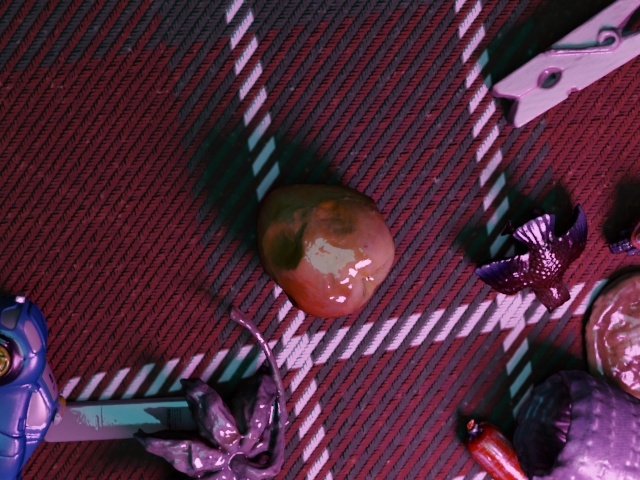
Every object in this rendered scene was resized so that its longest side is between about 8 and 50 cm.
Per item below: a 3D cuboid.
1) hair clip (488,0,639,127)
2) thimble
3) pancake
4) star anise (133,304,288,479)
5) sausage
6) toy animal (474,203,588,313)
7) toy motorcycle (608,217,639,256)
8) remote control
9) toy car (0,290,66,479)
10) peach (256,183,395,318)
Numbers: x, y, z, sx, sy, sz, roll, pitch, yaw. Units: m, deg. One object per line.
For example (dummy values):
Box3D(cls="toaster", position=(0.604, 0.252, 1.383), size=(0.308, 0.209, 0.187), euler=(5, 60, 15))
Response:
Box3D(cls="hair clip", position=(0.436, -0.306, 1.682), size=(0.330, 0.085, 0.101), euler=(-33, 98, 6))
Box3D(cls="thimble", position=(0.432, 0.335, 1.693), size=(0.172, 0.236, 0.205), euler=(25, 135, -10))
Box3D(cls="pancake", position=(0.561, 0.172, 1.779), size=(0.222, 0.042, 0.236), euler=(28, 95, -11))
Box3D(cls="star anise", position=(-0.159, 0.330, 1.663), size=(0.316, 0.139, 0.359), euler=(-39, 115, -24))
Box3D(cls="sausage", position=(0.344, 0.408, 1.774), size=(0.074, 0.074, 0.274), euler=(-45, 99, 1))
Box3D(cls="toy animal", position=(0.369, 0.039, 1.704), size=(0.218, 0.116, 0.179), euler=(-29, 99, -8))
Box3D(cls="toy motorcycle", position=(0.590, -0.025, 1.717), size=(0.212, 0.118, 0.084), euler=(-22, 84, -3))
Box3D(cls="remote control", position=(-0.333, 0.297, 1.713), size=(0.261, 0.029, 0.067), euler=(-2, 98, -3))
Box3D(cls="toy car", position=(-0.481, 0.239, 1.607), size=(0.166, 0.198, 0.314), euler=(15, 95, -16))
Box3D(cls="peach", position=(0.000, 0.000, 1.630), size=(0.235, 0.214, 0.214), euler=(42, 92, 8))
